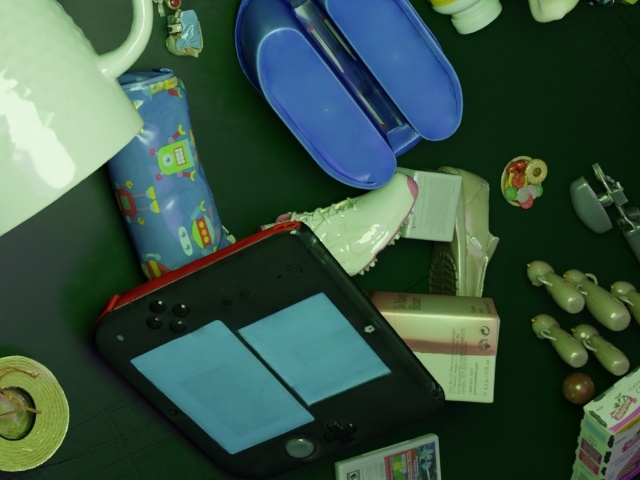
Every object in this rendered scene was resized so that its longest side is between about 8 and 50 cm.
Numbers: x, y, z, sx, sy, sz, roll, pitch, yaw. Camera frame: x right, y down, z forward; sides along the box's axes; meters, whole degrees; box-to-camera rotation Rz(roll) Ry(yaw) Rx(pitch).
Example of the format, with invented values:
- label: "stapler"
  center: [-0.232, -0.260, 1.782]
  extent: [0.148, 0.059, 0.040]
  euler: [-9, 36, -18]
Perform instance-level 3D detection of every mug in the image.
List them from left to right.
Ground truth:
- label: "mug"
  center: [-0.360, -0.214, 1.282]
  extent: [0.374, 0.276, 0.328]
  euler: [-32, 106, 6]

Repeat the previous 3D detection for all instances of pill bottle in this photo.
- label: "pill bottle"
  center: [0.186, -0.392, 1.674]
  extent: [0.103, 0.103, 0.184]
  euler: [-44, 117, -15]

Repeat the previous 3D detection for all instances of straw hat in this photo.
- label: "straw hat"
  center: [-0.396, 0.221, 1.489]
  extent: [0.144, 0.061, 0.144]
  euler: [5, 80, -30]

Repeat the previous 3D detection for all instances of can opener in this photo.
- label: "can opener"
  center: [0.508, -0.009, 1.961]
  extent: [0.095, 0.076, 0.283]
  euler: [-29, 117, 13]

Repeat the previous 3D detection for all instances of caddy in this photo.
- label: "caddy"
  center: [0.037, -0.236, 1.584]
  extent: [0.241, 0.179, 0.341]
  euler: [-36, 117, 7]

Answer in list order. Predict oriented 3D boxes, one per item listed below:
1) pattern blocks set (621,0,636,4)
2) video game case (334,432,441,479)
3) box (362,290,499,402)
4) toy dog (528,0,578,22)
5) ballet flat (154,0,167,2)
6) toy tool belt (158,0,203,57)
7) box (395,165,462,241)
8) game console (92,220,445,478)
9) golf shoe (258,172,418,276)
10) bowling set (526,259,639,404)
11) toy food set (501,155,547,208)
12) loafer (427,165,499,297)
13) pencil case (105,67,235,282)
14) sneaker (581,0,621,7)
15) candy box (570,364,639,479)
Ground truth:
- label: "pattern blocks set"
  center: [0.534, -0.525, 1.889]
  extent: [0.325, 0.026, 0.285]
  euler: [10, 94, -31]
- label: "video game case"
  center: [0.112, 0.421, 1.835]
  extent: [0.183, 0.023, 0.201]
  euler: [-11, 104, -27]
- label: "box"
  center: [0.132, 0.147, 1.664]
  extent: [0.232, 0.148, 0.126]
  euler: [3, 98, 4]
- label: "toy dog"
  center: [0.255, -0.552, 1.547]
  extent: [0.284, 0.408, 0.395]
  euler: [-41, 154, 20]
- label: "ballet flat"
  center: [-0.144, -0.498, 1.454]
  extent: [0.147, 0.147, 0.409]
  euler: [8, 95, -30]
- label: "toy tool belt"
  center: [-0.178, -0.281, 1.521]
  extent: [0.052, 0.051, 0.083]
  euler: [-19, 108, -25]
- label: "box"
  center: [0.140, -0.056, 1.713]
  extent: [0.087, 0.101, 0.102]
  euler: [6, 96, -30]
- label: "game console"
  center: [-0.068, 0.162, 1.528]
  extent: [0.386, 0.342, 0.060]
  euler: [50, 30, -34]
- label: "golf shoe"
  center: [0.000, 0.000, 1.618]
  extent: [0.306, 0.115, 0.140]
  euler: [-43, 106, 1]
- label: "bowling set"
  center: [0.417, 0.150, 1.906]
  extent: [0.287, 0.154, 0.200]
  euler: [19, 108, -32]
- label: "toy food set"
  center: [0.323, -0.093, 1.856]
  extent: [0.083, 0.020, 0.082]
  euler: [8, 96, -31]
- label: "loafer"
  center: [0.223, 0.019, 1.775]
  extent: [0.092, 0.102, 0.268]
  euler: [-6, 102, -22]
- label: "pencil case"
  center: [-0.200, -0.075, 1.508]
  extent: [0.133, 0.119, 0.306]
  euler: [-26, 111, -26]
- label: "sneaker"
  center: [0.407, -0.410, 1.773]
  extent: [0.341, 0.125, 0.139]
  euler: [-18, 116, -15]
- label: "candy box"
  center: [0.508, 0.323, 1.950]
  extent: [0.159, 0.071, 0.233]
  euler: [-32, 143, -20]
